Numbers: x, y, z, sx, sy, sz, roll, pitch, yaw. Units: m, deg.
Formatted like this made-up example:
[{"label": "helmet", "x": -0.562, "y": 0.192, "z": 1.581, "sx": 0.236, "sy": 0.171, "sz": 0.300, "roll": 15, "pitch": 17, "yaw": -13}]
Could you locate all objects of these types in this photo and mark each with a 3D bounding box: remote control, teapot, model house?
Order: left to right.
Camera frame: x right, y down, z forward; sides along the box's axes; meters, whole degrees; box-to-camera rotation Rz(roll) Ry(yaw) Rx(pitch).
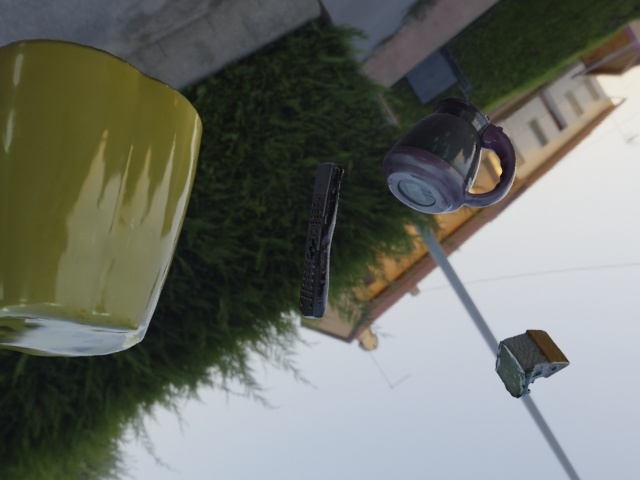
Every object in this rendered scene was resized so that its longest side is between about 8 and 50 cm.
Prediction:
[{"label": "remote control", "x": 0.000, "y": 0.000, "z": 0.754, "sx": 0.028, "sy": 0.211, "sz": 0.059, "roll": 7, "pitch": -179, "yaw": -27}, {"label": "teapot", "x": 0.168, "y": -0.114, "z": 0.713, "sx": 0.148, "sy": 0.116, "sz": 0.146, "roll": 12, "pitch": -118, "yaw": 46}, {"label": "model house", "x": 0.386, "y": 0.226, "z": 1.012, "sx": 0.100, "sy": 0.100, "sz": 0.087, "roll": -14, "pitch": -139, "yaw": -12}]

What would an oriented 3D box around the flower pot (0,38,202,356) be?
[{"label": "flower pot", "x": -0.190, "y": -0.014, "z": 0.410, "sx": 0.195, "sy": 0.179, "sz": 0.195, "roll": -1, "pitch": 158, "yaw": 0}]
